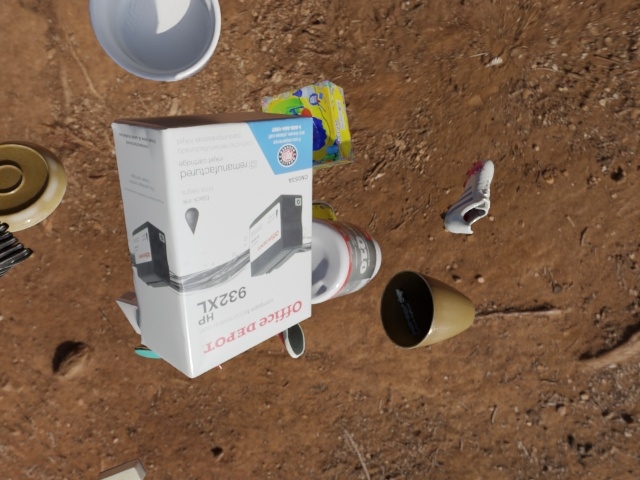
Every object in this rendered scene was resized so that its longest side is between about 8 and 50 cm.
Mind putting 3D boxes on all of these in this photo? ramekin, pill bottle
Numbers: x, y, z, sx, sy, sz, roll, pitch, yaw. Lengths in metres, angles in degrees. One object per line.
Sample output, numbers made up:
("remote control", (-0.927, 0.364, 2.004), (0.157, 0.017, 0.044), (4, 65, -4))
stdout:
("ramekin", (-0.369, -0.506, 1.057), (0.277, 0.135, 0.277), (-2, 101, -8))
("pill bottle", (0.000, 0.000, 1.922), (0.188, 0.334, 0.188), (-8, 137, -8))
("pill bottle", (0.026, 0.037, 0.954), (0.161, 0.283, 0.161), (0, 90, 23))

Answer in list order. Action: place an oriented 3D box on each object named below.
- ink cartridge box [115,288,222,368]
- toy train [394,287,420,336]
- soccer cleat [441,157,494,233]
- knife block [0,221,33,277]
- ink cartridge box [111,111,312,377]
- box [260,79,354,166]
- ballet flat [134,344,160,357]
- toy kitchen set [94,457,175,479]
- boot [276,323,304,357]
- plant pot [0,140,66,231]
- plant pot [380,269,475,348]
("ink cartridge box", (-0.455, 0.277, 1.355), (0.296, 0.066, 0.261), (3, 125, 43))
("toy train", (0.263, 0.215, 1.375), (0.027, 0.036, 0.158), (-19, 95, 33))
("soccer cleat", (0.591, -0.161, 1.706), (0.143, 0.331, 0.116), (21, 164, 50))
("knife block", (-0.622, 0.071, 0.742), (0.088, 0.276, 0.242), (51, 152, -11))
("ink cartridge box", (-0.128, -0.010, 0.620), (0.129, 0.223, 0.307), (18, 116, 39))
("box", (-0.046, -0.421, 1.753), (0.279, 0.177, 0.290), (-9, 94, 23))
("ballet flat", (-0.645, 0.449, 1.873), (0.232, 0.073, 0.080), (8, 139, 9))
("toy kitchen set", (-0.521, 0.707, 1.313), (0.122, 0.166, 0.207), (-21, 100, 1))
("boot", (-0.169, 0.374, 1.886), (0.176, 0.088, 0.244), (-27, 83, 44))
("plant pot", (-0.709, -0.132, 1.033), (0.236, 0.236, 0.032), (33, 158, 5))
("plant pot", (0.362, 0.221, 1.449), (0.237, 0.254, 0.237), (-18, 69, 56))
